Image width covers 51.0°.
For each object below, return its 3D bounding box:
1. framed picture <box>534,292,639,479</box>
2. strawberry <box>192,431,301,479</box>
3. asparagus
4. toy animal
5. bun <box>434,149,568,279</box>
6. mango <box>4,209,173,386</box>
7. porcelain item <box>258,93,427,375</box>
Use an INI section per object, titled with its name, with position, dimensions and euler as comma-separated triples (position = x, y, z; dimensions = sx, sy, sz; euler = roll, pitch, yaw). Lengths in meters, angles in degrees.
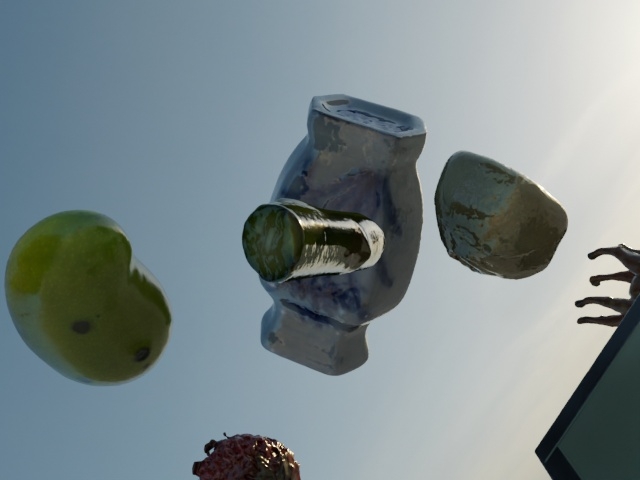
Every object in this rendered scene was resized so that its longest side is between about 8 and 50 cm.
[framed picture]
position = 0.327, 0.182, 0.627
dimensions = 0.264, 0.016, 0.347
euler = -60, 6, 9
[strawberry]
position = -0.085, 0.310, 0.839
dimensions = 0.145, 0.086, 0.145
euler = 0, -90, -39
[asparagus]
position = -0.001, 0.002, 0.552
dimensions = 0.060, 0.067, 0.278
euler = -48, -14, 11
[toy animal]
position = 0.452, 0.121, 0.910
dimensions = 0.066, 0.230, 0.224
euler = 24, -99, -41
[bun]
position = 0.194, -0.019, 0.776
dimensions = 0.113, 0.167, 0.173
euler = -54, -37, 0
[mango]
position = -0.266, 0.072, 0.779
dimensions = 0.175, 0.142, 0.293
euler = -4, -35, -6
[porcelain item]
position = 0.028, -0.002, 1.013
dimensions = 0.178, 0.243, 0.405
euler = -47, -26, -57
